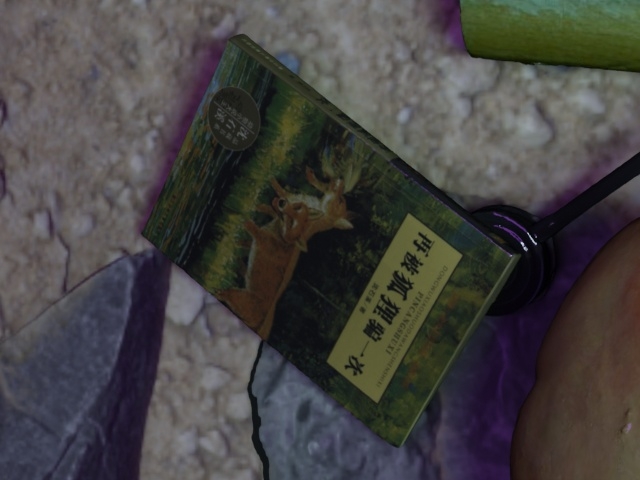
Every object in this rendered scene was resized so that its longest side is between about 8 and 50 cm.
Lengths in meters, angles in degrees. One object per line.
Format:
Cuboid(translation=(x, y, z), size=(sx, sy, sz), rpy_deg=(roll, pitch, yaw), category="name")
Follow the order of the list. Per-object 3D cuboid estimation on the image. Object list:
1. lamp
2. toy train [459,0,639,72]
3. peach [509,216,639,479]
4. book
Cuboid(translation=(0.196, -0.049, 0.938), size=(0.371, 0.108, 0.130), rpy_deg=(-22, 99, 32), category="lamp")
Cuboid(translation=(0.204, -0.173, 0.987), size=(0.307, 0.126, 0.190), rpy_deg=(8, 90, 21), category="toy train")
Cuboid(translation=(0.236, 0.115, 0.889), size=(0.292, 0.247, 0.292), rpy_deg=(10, 127, 13), category="peach")
Cuboid(translation=(0.000, 0.000, 1.080), size=(0.228, 0.024, 0.160), rpy_deg=(40, 122, 20), category="book")
